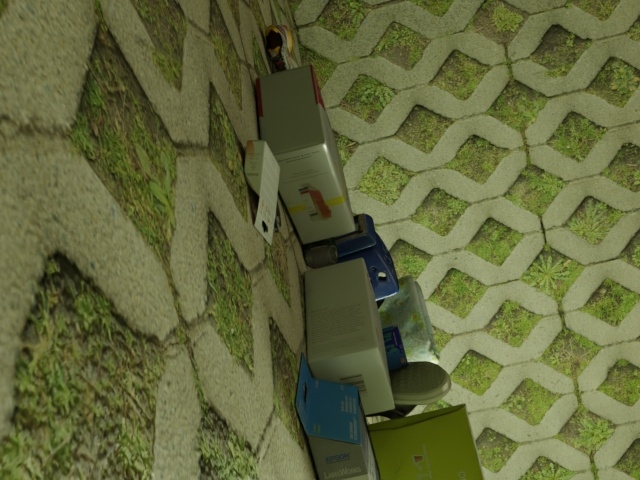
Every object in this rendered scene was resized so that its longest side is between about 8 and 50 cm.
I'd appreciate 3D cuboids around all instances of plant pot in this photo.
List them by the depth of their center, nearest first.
[{"bbox_3d":[0.095,0.059,2.179,0.236,0.235,0.212,-88,158,-67],"label":"plant pot"}]

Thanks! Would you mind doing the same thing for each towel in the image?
[{"bbox_3d":[0.247,0.340,2.551,0.090,0.320,0.375,33,34,-40],"label":"towel"}]

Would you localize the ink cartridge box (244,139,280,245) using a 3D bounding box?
[{"bbox_3d":[-0.123,-0.094,1.441,0.145,0.045,0.180,61,35,-71],"label":"ink cartridge box"}]

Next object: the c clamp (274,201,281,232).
[{"bbox_3d":[-0.106,-0.092,1.584,0.137,0.022,0.161,42,35,-79],"label":"c clamp"}]

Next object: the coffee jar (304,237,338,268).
[{"bbox_3d":[0.000,0.000,2.026,0.184,0.096,0.079,-93,171,-58],"label":"coffee jar"}]

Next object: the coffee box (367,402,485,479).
[{"bbox_3d":[0.251,0.631,1.813,0.334,0.337,0.338,60,17,-69],"label":"coffee box"}]

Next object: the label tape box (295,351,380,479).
[{"bbox_3d":[0.046,0.421,1.481,0.241,0.105,0.334,-85,161,-74],"label":"label tape box"}]

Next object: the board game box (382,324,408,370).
[{"bbox_3d":[0.124,0.312,1.921,0.160,0.210,0.047,-95,166,-70],"label":"board game box"}]

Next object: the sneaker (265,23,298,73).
[{"bbox_3d":[-0.130,-0.563,2.209,0.092,0.088,0.226,-18,95,-64],"label":"sneaker"}]

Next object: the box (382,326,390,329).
[{"bbox_3d":[0.160,0.338,2.366,0.231,0.182,0.056,36,41,-82],"label":"box"}]

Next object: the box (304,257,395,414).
[{"bbox_3d":[0.067,0.241,1.777,0.345,0.168,0.215,-93,168,-56],"label":"box"}]

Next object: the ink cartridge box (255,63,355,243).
[{"bbox_3d":[-0.035,-0.216,1.856,0.385,0.160,0.279,68,10,-55],"label":"ink cartridge box"}]

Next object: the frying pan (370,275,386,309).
[{"bbox_3d":[0.126,0.239,2.225,0.053,0.197,0.326,37,57,-13],"label":"frying pan"}]

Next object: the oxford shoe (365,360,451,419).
[{"bbox_3d":[0.202,0.409,1.869,0.449,0.169,0.130,-23,-88,59],"label":"oxford shoe"}]
